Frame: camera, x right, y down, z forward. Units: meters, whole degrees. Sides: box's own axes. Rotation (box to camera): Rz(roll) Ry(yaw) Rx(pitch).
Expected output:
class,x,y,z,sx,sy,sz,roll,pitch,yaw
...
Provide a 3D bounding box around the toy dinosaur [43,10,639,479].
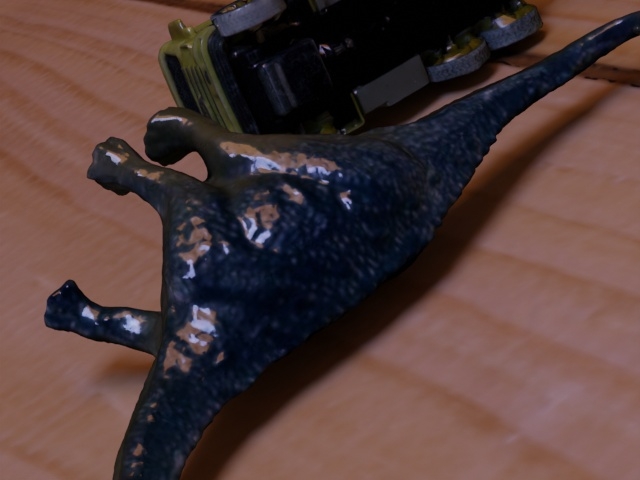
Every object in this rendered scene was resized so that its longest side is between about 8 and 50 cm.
class,x,y,z,sx,sy,sz,roll,pitch,yaw
toy dinosaur,-0.011,-0.002,0.673,0.147,0.076,0.363,25,54,35

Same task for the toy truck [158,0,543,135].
class,x,y,z,sx,sy,sz,roll,pitch,yaw
toy truck,0.011,-0.104,0.836,0.191,0.085,0.116,-33,17,-24
